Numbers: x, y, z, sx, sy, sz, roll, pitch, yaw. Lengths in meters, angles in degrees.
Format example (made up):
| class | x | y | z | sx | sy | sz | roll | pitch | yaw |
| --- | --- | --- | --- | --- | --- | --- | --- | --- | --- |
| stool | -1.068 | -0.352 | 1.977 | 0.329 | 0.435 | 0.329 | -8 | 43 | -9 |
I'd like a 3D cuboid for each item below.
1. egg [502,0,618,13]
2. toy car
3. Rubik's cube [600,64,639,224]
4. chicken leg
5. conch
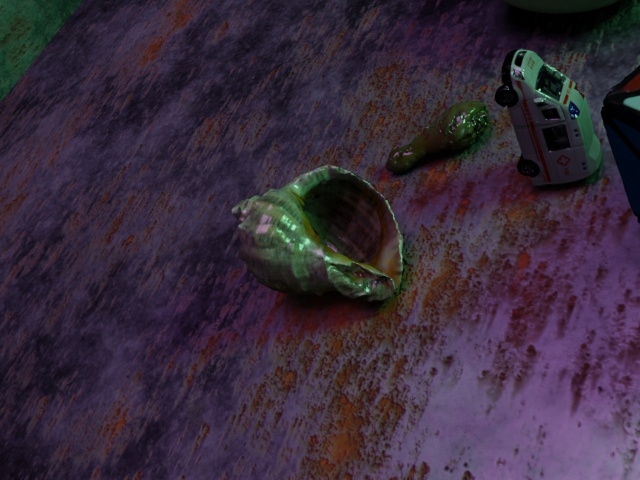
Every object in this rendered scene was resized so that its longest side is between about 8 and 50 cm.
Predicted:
| class | x | y | z | sx | sy | sz | roll | pitch | yaw |
| --- | --- | --- | --- | --- | --- | --- | --- | --- | --- |
| egg | 0.422 | -0.517 | 1.255 | 0.352 | 0.258 | 0.259 | 8 | 59 | 38 |
| toy car | 0.328 | -0.179 | 1.057 | 0.108 | 0.210 | 0.089 | -2 | 41 | 36 |
| Rubik's cube | 0.511 | -0.109 | 0.838 | 0.250 | 0.246 | 0.248 | -41 | 42 | -3 |
| chicken leg | 0.195 | -0.173 | 1.254 | 0.197 | 0.069 | 0.085 | -28 | 41 | 21 |
| conch | -0.005 | 0.006 | 1.175 | 0.291 | 0.159 | 0.210 | 33 | 62 | 8 |
